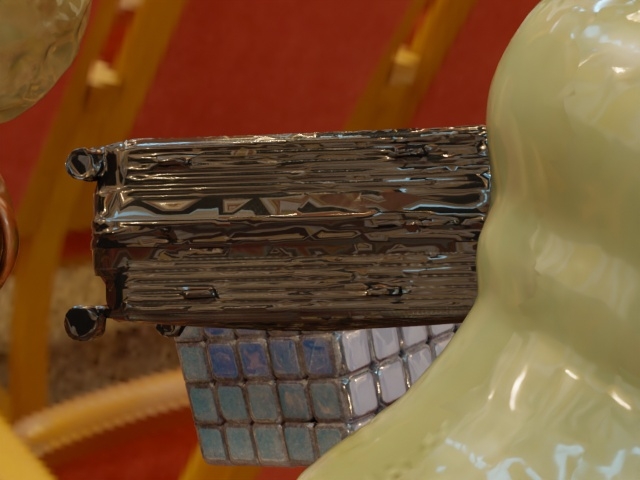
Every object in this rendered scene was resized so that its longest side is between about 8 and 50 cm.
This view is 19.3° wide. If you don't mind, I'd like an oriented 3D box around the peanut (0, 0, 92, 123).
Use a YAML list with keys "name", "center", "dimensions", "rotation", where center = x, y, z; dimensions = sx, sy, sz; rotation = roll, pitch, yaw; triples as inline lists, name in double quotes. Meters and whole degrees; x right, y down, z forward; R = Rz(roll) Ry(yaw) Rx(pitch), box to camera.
- name: "peanut"
  center: [-0.154, -0.146, 0.667]
  dimensions: [0.196, 0.110, 0.233]
  rotation: [37, 40, -47]

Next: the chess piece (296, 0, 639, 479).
- name: "chess piece"
  center: [0.082, 0.073, 0.578]
  dimensions: [0.234, 0.442, 0.234]
  rotation: [27, 4, -2]

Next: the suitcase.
- name: "suitcase"
  center: [0.000, 0.000, 1.439]
  dimensions: [0.335, 0.152, 0.229]
  rotation: [-1, -2, 15]

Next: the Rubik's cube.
- name: "Rubik's cube"
  center: [0.008, 0.088, 1.926]
  dimensions: [0.237, 0.237, 0.238]
  rotation: [-6, 9, 43]

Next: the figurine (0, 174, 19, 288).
- name: "figurine"
  center: [-0.295, 0.003, 1.250]
  dimensions: [0.143, 0.143, 0.271]
  rotation: [29, 25, 24]
